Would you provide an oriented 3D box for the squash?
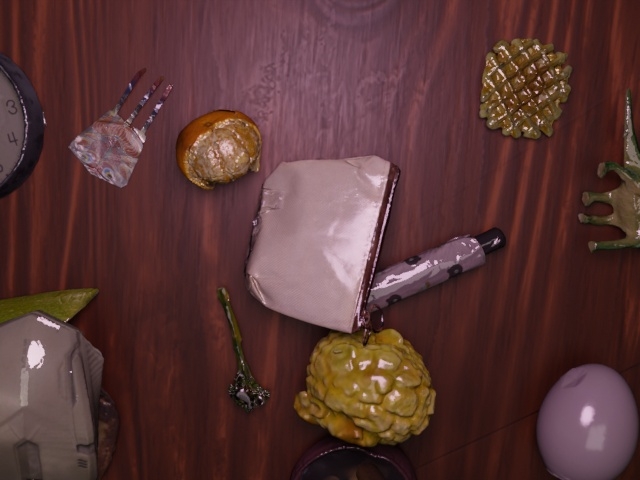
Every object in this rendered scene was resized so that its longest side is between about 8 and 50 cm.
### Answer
[{"bbox_3d":[-0.563,0.212,1.114,0.289,0.111,0.203,-6,100,-2],"label":"squash"}]

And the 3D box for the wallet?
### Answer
[{"bbox_3d":[0.001,0.000,1.063,0.275,0.068,0.335,10,81,15],"label":"wallet"}]

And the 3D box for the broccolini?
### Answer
[{"bbox_3d":[-0.165,0.215,1.168,0.057,0.071,0.254,-12,93,42],"label":"broccolini"}]

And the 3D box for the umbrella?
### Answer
[{"bbox_3d":[0.195,0.059,1.131,0.337,0.067,0.073,-23,110,1],"label":"umbrella"}]

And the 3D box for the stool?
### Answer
[{"bbox_3d":[0.067,0.531,1.141,0.272,0.178,0.272,0,100,0],"label":"stool"}]

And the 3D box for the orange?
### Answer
[{"bbox_3d":[-0.177,-0.159,1.051,0.156,0.156,0.134,-23,140,2],"label":"orange"}]

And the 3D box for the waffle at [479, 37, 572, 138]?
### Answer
[{"bbox_3d":[0.381,-0.282,1.098,0.169,0.036,0.183,7,99,-4],"label":"waffle"}]

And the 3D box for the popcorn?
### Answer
[{"bbox_3d":[0.077,0.278,1.099,0.251,0.206,0.237,-34,113,15],"label":"popcorn"}]

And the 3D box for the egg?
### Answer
[{"bbox_3d":[0.510,0.349,1.126,0.176,0.176,0.232,15,96,-4],"label":"egg"}]

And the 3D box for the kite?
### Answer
[{"bbox_3d":[-0.368,-0.218,1.100,0.127,0.016,0.229,33,97,-9],"label":"kite"}]

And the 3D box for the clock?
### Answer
[{"bbox_3d":[-0.667,-0.214,1.070,0.312,0.061,0.312,0,99,-1],"label":"clock"}]

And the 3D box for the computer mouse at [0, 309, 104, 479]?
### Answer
[{"bbox_3d":[-0.506,0.328,1.036,0.228,0.145,0.429,2,113,-15],"label":"computer mouse"}]

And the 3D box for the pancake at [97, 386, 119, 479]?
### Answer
[{"bbox_3d":[-0.538,0.378,1.169,0.294,0.049,0.294,0,102,-1],"label":"pancake"}]

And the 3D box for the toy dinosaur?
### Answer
[{"bbox_3d":[0.654,-0.050,1.116,0.301,0.087,0.447,4,105,-1],"label":"toy dinosaur"}]
